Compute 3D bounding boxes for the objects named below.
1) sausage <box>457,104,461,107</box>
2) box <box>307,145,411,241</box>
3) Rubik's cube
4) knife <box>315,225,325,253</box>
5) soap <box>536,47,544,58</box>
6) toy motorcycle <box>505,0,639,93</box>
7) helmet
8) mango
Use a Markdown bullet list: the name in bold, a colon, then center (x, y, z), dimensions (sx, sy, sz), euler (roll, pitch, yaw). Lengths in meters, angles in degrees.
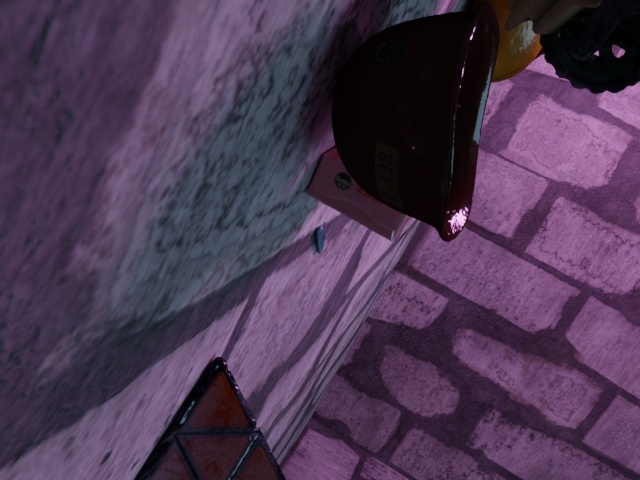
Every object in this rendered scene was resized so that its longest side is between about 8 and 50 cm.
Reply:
- **sausage**: center (0.265, -0.220, 1.207), dimensions (0.053, 0.053, 0.348), euler (-59, 170, -3)
- **box**: center (0.054, -0.057, 0.543), dimensions (0.125, 0.089, 0.043), euler (-46, 162, -59)
- **Rubik's cube**: center (-0.139, 0.239, 0.578), dimensions (0.190, 0.211, 0.178), euler (-23, 180, -17)
- **knife**: center (0.000, 0.000, 0.674), dimensions (0.014, 0.005, 0.091), euler (-55, 170, -15)
- **soap**: center (0.337, -0.370, 0.856), dimensions (0.099, 0.162, 0.250), euler (-61, 174, -32)
- **toy motorcycle**: center (0.264, -0.306, 0.472), dimensions (0.168, 0.237, 0.410), euler (-39, 164, -24)
- **helmet**: center (0.066, -0.085, 0.433), dimensions (0.175, 0.106, 0.155), euler (63, 44, -55)
- **mango**: center (0.260, -0.313, 0.763), dimensions (0.147, 0.109, 0.227), euler (-44, 161, -50)
